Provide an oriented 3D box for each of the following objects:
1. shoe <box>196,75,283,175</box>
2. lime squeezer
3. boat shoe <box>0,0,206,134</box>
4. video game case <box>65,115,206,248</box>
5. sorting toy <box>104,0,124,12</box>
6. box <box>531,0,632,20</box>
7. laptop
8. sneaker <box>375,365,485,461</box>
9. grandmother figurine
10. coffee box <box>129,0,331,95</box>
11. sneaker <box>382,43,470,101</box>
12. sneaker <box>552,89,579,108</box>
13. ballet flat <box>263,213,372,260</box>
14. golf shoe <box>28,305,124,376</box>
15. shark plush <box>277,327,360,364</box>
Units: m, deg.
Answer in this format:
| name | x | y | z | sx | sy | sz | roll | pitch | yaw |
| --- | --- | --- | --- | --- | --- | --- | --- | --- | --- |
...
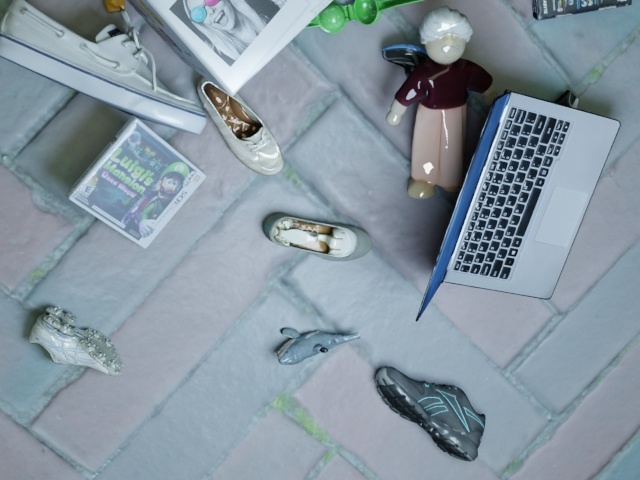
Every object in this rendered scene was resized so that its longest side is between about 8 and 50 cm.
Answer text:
| name | x | y | z | sx | sy | sz | roll | pitch | yaw |
| --- | --- | --- | --- | --- | --- | --- | --- | --- | --- |
| shoe | -0.142 | -0.200 | 1.492 | 0.076 | 0.058 | 0.219 | -41 | 106 | -3 |
| lime squeezer | 0.042 | -0.392 | 1.486 | 0.310 | 0.110 | 0.059 | -7 | 122 | 19 |
| boat shoe | -0.344 | -0.306 | 1.398 | 0.367 | 0.136 | 0.157 | 23 | 91 | -6 |
| video game case | -0.310 | -0.095 | 1.443 | 0.173 | 0.022 | 0.190 | -50 | 137 | -1 |
| sorting toy | -0.315 | -0.548 | 1.399 | 0.229 | 0.041 | 0.307 | -13 | 102 | -11 |
| box | 0.472 | -0.528 | 1.546 | 0.175 | 0.051 | 0.220 | -9 | 110 | 5 |
| laptop | 0.361 | -0.048 | 1.495 | 0.407 | 0.236 | 0.382 | 10 | 109 | -21 |
| sneaker | 0.219 | 0.322 | 1.665 | 0.267 | 0.101 | 0.106 | 42 | 67 | -16 |
| grandmother figurine | 0.221 | -0.246 | 1.494 | 0.207 | 0.104 | 0.342 | -17 | 126 | -18 |
| coffee box | -0.160 | -0.476 | 1.267 | 0.338 | 0.337 | 0.334 | -44 | 118 | -2 |
| sneaker | 0.192 | -0.297 | 1.549 | 0.188 | 0.067 | 0.078 | 31 | 85 | -19 |
| sneaker | 0.416 | -0.230 | 1.615 | 0.077 | 0.072 | 0.178 | 45 | 82 | -6 |
| ballet flat | 0.000 | 0.000 | 1.556 | 0.213 | 0.068 | 0.072 | 11 | 97 | -15 |
| golf shoe | -0.434 | 0.194 | 1.501 | 0.176 | 0.069 | 0.086 | 40 | 109 | -13 |
| shark plush | -0.004 | 0.206 | 1.591 | 0.161 | 0.067 | 0.073 | 0 | 100 | -13 |
